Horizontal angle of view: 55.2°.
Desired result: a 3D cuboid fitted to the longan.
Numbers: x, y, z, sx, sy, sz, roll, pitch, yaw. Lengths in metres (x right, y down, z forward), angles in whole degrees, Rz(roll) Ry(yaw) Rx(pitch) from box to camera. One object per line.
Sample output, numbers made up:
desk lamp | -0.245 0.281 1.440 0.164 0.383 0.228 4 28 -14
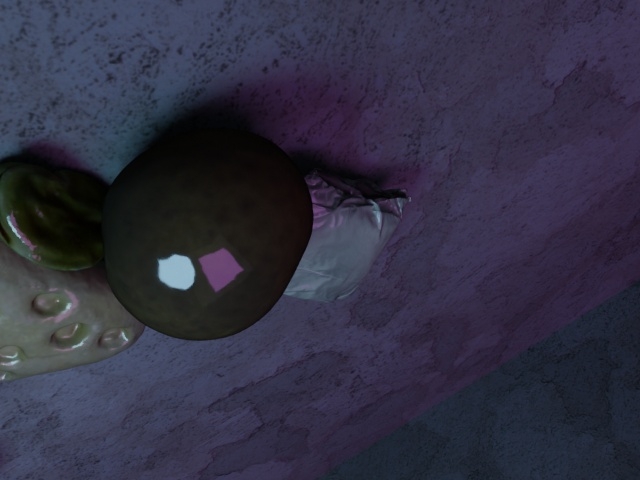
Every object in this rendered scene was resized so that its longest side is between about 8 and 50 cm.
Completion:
longan | -0.166 -0.013 0.902 0.318 0.319 0.319 -19 140 -16

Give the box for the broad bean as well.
broad bean | -0.376 -0.033 0.879 0.072 0.153 0.206 0 156 38

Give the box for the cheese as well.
cheese | -0.427 0.081 0.959 0.328 0.130 0.351 -8 138 -25

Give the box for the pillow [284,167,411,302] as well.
pillow | 0.000 0.000 1.155 0.283 0.138 0.310 6 131 -38
